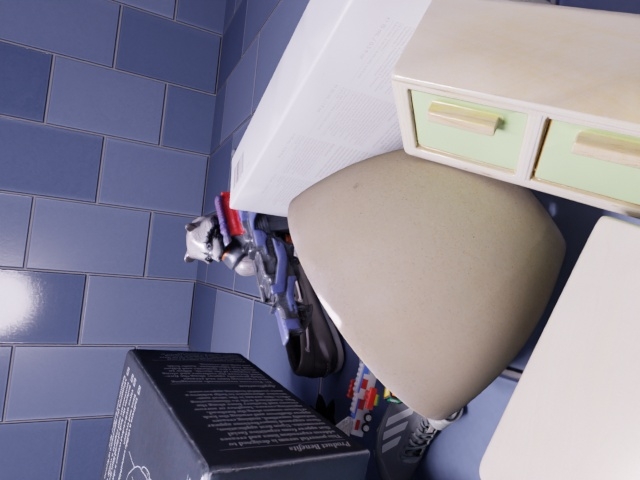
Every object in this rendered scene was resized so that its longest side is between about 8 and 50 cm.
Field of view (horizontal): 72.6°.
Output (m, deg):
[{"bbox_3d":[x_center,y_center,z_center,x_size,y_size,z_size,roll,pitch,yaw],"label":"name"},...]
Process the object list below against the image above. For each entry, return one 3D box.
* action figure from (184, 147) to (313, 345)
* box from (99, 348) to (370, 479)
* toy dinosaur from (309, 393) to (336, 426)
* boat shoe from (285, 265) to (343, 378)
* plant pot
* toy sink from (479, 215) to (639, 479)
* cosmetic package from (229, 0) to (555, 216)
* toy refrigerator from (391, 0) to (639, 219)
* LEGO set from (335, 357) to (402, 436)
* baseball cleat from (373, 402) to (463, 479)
[{"bbox_3d":[-0.058,0.028,0.717,0.178,0.330,0.341,-53,39,47],"label":"action figure"},{"bbox_3d":[-0.156,0.352,0.610,0.395,0.212,0.293,10,88,56],"label":"box"},{"bbox_3d":[-0.063,0.407,0.860,0.322,0.164,0.218,43,137,6],"label":"toy dinosaur"},{"bbox_3d":[-0.057,0.131,0.911,0.335,0.096,0.112,62,140,38],"label":"boat shoe"},{"bbox_3d":[0.130,0.008,0.462,0.191,0.284,0.284,-38,43,16],"label":"plant pot"},{"bbox_3d":[0.247,0.124,0.299,0.153,0.131,0.234,40,114,60],"label":"toy sink"},{"bbox_3d":[0.078,-0.141,0.537,0.377,0.284,0.097,-43,43,53],"label":"cosmetic package"},{"bbox_3d":[0.193,-0.084,0.306,0.270,0.102,0.094,23,75,24],"label":"toy refrigerator"},{"bbox_3d":[0.074,0.163,0.638,0.244,0.060,0.182,-83,12,-61],"label":"LEGO set"},{"bbox_3d":[0.128,0.246,0.578,0.109,0.072,0.205,10,93,65],"label":"baseball cleat"}]
